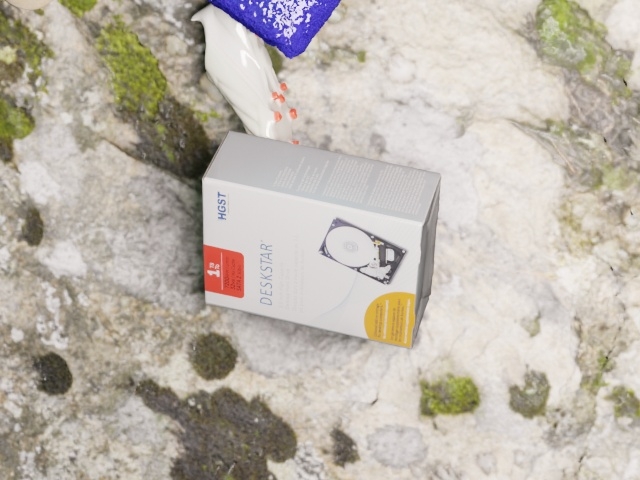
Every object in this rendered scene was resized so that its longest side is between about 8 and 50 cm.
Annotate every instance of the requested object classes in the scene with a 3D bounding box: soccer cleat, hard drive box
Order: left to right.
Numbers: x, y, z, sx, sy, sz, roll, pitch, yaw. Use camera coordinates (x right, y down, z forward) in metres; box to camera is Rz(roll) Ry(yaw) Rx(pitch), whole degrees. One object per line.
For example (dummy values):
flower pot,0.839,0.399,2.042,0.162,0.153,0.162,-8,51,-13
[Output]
soccer cleat,-0.079,-0.164,1.786,0.076,0.068,0.196,-16,90,21
hard drive box,0.000,0.000,1.749,0.232,0.089,0.181,12,133,12

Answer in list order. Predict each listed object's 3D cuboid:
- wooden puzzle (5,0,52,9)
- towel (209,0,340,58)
wooden puzzle,-0.284,-0.452,1.626,0.348,0.080,0.322,-52,129,-15
towel,-0.033,-0.369,1.698,0.227,0.076,0.308,34,98,5
